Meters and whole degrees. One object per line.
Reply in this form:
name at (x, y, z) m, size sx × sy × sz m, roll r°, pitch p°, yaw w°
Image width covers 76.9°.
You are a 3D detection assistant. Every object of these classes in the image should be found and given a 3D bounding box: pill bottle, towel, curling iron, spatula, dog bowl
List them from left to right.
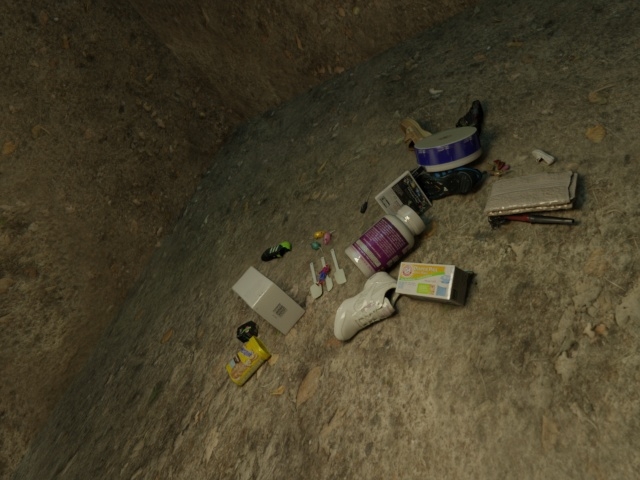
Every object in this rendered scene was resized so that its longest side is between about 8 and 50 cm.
spatula at (0.019, 0.141, 1.787) m, size 0.168 × 0.019 × 0.242 m, roll -34°, pitch 35°, yaw 13°
pill bottle at (0.256, 0.005, 1.573) m, size 0.301 × 0.169 × 0.169 m, roll -41°, pitch 34°, yaw 1°
dog bowl at (0.537, -0.389, 1.710) m, size 0.265 × 0.104 × 0.265 m, roll -17°, pitch 21°, yaw 7°
curling iron at (0.689, -0.062, 1.340) m, size 0.274 × 0.035 × 0.068 m, roll 5°, pitch 49°, yaw 48°
towel at (0.717, -0.162, 1.383) m, size 0.282 × 0.049 × 0.187 m, roll -6°, pitch 35°, yaw 40°

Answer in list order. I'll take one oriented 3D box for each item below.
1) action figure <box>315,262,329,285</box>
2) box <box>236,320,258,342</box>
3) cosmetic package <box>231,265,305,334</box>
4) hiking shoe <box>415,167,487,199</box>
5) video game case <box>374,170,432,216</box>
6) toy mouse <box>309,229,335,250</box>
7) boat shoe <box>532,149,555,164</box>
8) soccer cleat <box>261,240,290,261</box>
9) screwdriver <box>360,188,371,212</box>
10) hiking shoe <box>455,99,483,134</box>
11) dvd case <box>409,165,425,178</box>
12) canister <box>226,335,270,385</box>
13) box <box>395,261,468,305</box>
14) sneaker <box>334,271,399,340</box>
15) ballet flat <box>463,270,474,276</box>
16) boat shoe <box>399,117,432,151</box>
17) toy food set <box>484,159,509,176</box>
action figure at (0.012, 0.144, 1.755) m, size 0.038 × 0.030 × 0.115 m, roll -12°, pitch 39°, yaw 38°
box at (-0.326, 0.408, 1.800) m, size 0.083 × 0.052 × 0.062 m, roll -30°, pitch 36°, yaw 19°
cosmetic package at (-0.222, 0.252, 1.718) m, size 0.138 × 0.224 × 0.224 m, roll -50°, pitch 35°, yaw -12°
hiking shoe at (0.522, -0.237, 1.667) m, size 0.132 × 0.113 × 0.304 m, roll -23°, pitch 17°, yaw -29°
video game case at (0.341, -0.160, 1.654) m, size 0.173 × 0.190 × 0.022 m, roll -40°, pitch 22°, yaw 3°
toy mouse at (0.000, 0.000, 1.950) m, size 0.161 × 0.031 × 0.143 m, roll -24°, pitch 38°, yaw 23°
boat shoe at (0.814, -0.305, 1.490) m, size 0.035 × 0.035 × 0.100 m, roll -36°, pitch 41°, yaw 3°
soccer cleat at (-0.232, 0.065, 2.083) m, size 0.179 × 0.060 × 0.072 m, roll -29°, pitch 37°, yaw 12°
screwdriver at (0.226, -0.196, 1.956) m, size 0.025 × 0.024 × 0.170 m, roll -44°, pitch 16°, yaw 56°
hiking shoe at (0.680, -0.560, 1.856) m, size 0.114 × 0.086 × 0.227 m, roll -5°, pitch 49°, yaw 37°
dvd case at (0.351, -0.242, 1.775) m, size 0.179 × 0.029 × 0.238 m, roll -44°, pitch 4°, yaw -4°
canister at (-0.300, 0.495, 1.661) m, size 0.170 × 0.073 × 0.126 m, roll -47°, pitch 34°, yaw -6°
box at (0.368, 0.142, 1.344) m, size 0.203 × 0.103 × 0.114 m, roll 0°, pitch 72°, yaw 45°
sneaker at (0.170, 0.243, 1.440) m, size 0.305 × 0.114 × 0.152 m, roll -47°, pitch 33°, yaw -8°
ballet flat at (0.464, 0.119, 1.368) m, size 0.114 × 0.041 × 0.041 m, roll 1°, pitch 53°, yaw 45°
boat shoe at (0.458, -0.501, 1.976) m, size 0.110 × 0.121 × 0.341 m, roll -36°, pitch 36°, yaw 6°
toy food set at (0.702, -0.284, 1.592) m, size 0.078 × 0.019 × 0.122 m, roll -25°, pitch 30°, yaw 22°
